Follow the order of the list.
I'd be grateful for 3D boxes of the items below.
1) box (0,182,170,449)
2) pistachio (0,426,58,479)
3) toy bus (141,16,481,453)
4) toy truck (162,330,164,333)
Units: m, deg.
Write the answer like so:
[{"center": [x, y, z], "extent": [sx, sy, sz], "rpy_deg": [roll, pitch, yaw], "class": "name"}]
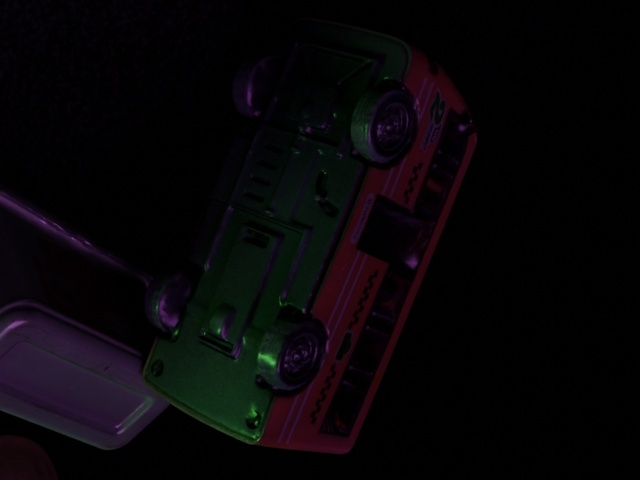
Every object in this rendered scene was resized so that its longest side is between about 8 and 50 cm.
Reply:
[{"center": [-0.292, 0.097, 1.354], "extent": [0.175, 0.182, 0.312], "rpy_deg": [-42, 140, 11], "class": "box"}, {"center": [-0.405, 0.344, 1.560], "extent": [0.213, 0.163, 0.260], "rpy_deg": [-9, 125, -56], "class": "pistachio"}, {"center": [0.000, 0.000, 1.327], "extent": [0.233, 0.203, 0.426], "rpy_deg": [24, 88, -51], "class": "toy bus"}, {"center": [-0.208, 0.145, 1.564], "extent": [0.090, 0.056, 0.073], "rpy_deg": [13, 119, -25], "class": "toy truck"}]
